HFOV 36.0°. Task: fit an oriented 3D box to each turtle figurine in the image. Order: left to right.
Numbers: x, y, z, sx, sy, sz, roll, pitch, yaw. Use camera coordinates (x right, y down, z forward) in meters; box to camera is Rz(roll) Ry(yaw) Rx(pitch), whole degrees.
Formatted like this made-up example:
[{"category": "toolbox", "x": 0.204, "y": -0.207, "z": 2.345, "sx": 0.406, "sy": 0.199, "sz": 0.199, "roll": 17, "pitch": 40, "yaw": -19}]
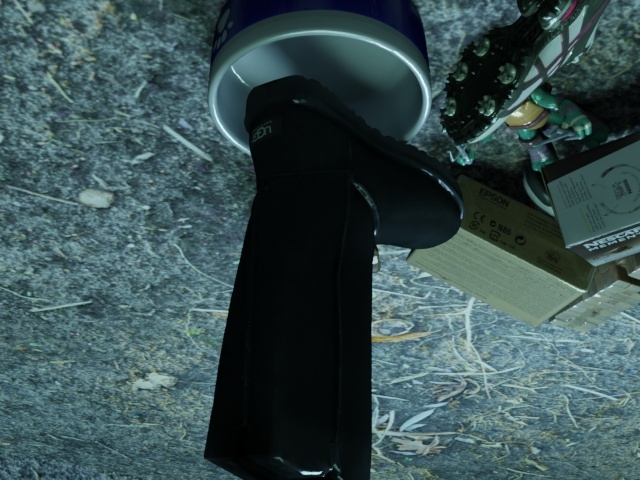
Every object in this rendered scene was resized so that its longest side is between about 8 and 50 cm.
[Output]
[{"category": "turtle figurine", "x": 0.266, "y": -0.154, "z": 1.258, "sx": 0.175, "sy": 0.118, "sz": 0.234, "roll": -7, "pitch": 167, "yaw": 39}]

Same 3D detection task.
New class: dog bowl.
[{"category": "dog bowl", "x": -0.001, "y": -0.200, "z": 1.187, "sx": 0.264, "sy": 0.104, "sz": 0.265, "roll": 0, "pitch": 149, "yaw": 0}]

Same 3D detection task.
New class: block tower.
[{"category": "block tower", "x": 0.509, "y": 0.037, "z": 1.601, "sx": 0.090, "sy": 0.097, "sz": 0.335, "roll": 17, "pitch": 143, "yaw": -26}]

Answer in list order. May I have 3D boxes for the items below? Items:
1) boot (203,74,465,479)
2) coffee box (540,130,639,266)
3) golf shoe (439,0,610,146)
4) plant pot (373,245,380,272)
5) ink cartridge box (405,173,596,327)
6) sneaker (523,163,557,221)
[{"category": "boot", "x": 0.041, "y": 0.083, "z": 1.124, "sx": 0.146, "sy": 0.445, "sz": 0.367, "roll": -27, "pitch": 140, "yaw": 37}, {"category": "coffee box", "x": 0.458, "y": -0.076, "z": 1.270, "sx": 0.297, "sy": 0.119, "sz": 0.168, "roll": -20, "pitch": 162, "yaw": 23}, {"category": "golf shoe", "x": 0.244, "y": -0.210, "z": 1.121, "sx": 0.120, "sy": 0.105, "sz": 0.273, "roll": 10, "pitch": 128, "yaw": -37}, {"category": "plant pot", "x": 0.000, "y": 0.000, "z": 1.478, "sx": 0.165, "sy": 0.167, "sz": 0.167, "roll": -9, "pitch": 149, "yaw": 1}, {"category": "ink cartridge box", "x": 0.268, "y": 0.020, "z": 1.470, "sx": 0.234, "sy": 0.088, "sz": 0.193, "roll": 27, "pitch": 158, "yaw": -1}, {"category": "sneaker", "x": 0.350, "y": -0.019, "z": 1.505, "sx": 0.145, "sy": 0.090, "sz": 0.270, "roll": -29, "pitch": 142, "yaw": 34}]
